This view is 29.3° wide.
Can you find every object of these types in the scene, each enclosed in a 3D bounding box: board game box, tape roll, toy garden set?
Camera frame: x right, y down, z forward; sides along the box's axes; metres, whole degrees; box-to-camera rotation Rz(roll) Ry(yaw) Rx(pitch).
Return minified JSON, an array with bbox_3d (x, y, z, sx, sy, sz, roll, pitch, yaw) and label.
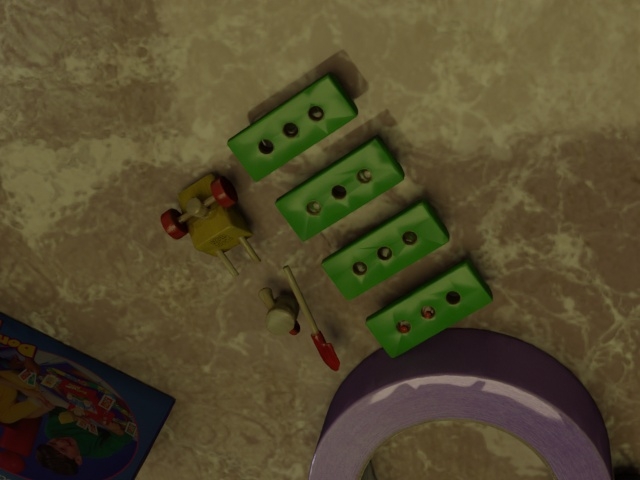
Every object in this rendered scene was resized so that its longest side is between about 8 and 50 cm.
[{"bbox_3d":[-0.330,0.153,1.102,0.347,0.233,0.078,27,115,-2],"label":"board game box"},{"bbox_3d":[0.130,0.222,1.129,0.275,0.090,0.275,4,115,9],"label":"tape roll"},{"bbox_3d":[0.000,0.000,1.080,0.204,0.049,0.244,-32,105,19],"label":"toy garden set"}]

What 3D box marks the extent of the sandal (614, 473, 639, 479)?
[{"bbox_3d":[0.287,0.339,1.154,0.054,0.097,0.254,-6,102,11],"label":"sandal"}]
